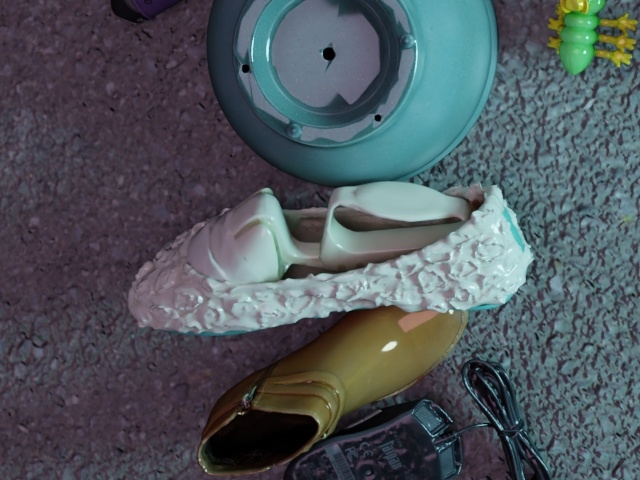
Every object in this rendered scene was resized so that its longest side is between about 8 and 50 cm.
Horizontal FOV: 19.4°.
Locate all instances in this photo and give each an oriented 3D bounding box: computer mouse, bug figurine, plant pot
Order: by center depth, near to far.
[{"bbox_3d":[0.305,-0.253,1.752,0.279,0.072,0.216,13,109,29],"label":"bug figurine"},{"bbox_3d":[0.019,-0.184,1.790,0.293,0.196,0.293,1,98,8],"label":"plant pot"},{"bbox_3d":[0.105,0.243,1.913,0.262,0.060,0.184,-29,99,9],"label":"computer mouse"}]

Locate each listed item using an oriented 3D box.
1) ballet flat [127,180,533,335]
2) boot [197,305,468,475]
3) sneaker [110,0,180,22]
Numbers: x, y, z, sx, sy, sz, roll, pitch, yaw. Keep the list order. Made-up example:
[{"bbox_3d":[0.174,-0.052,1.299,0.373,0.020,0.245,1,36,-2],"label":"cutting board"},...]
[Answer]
[{"bbox_3d":[0.000,0.000,1.829,0.408,0.147,0.147,-5,97,11],"label":"ballet flat"},{"bbox_3d":[0.009,0.135,1.824,0.283,0.220,0.109,-23,94,12],"label":"boot"},{"bbox_3d":[-0.235,-0.340,1.843,0.124,0.107,0.283,-33,102,19],"label":"sneaker"}]
